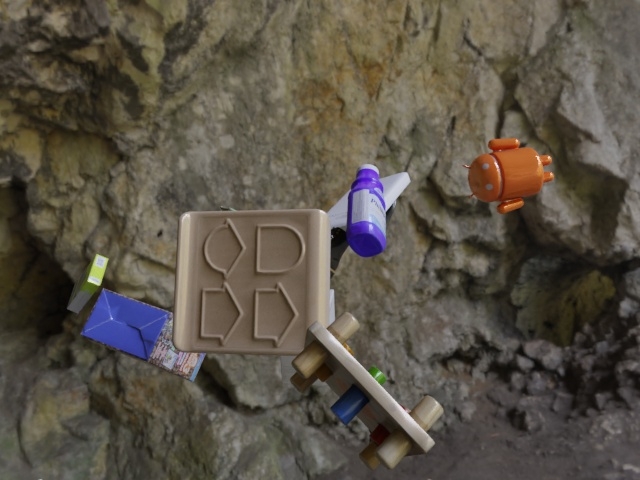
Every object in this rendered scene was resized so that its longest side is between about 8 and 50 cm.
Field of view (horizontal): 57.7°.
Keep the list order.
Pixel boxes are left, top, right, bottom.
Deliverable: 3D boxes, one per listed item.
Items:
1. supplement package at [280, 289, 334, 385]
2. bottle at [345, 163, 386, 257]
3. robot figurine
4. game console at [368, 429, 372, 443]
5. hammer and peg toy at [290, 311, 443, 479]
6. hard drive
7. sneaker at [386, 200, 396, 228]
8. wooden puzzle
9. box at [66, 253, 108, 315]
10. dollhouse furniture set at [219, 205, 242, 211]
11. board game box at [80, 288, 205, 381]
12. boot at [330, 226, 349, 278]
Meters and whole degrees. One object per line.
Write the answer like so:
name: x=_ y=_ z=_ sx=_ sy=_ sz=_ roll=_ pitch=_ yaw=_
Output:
supplement package: x=-0.042 y=0.336 z=2.040 sx=0.175 sy=0.293 sz=0.177 roll=1 pitch=20 yaw=9
bottle: x=0.127 y=-0.091 z=1.589 sx=0.092 sy=0.283 sz=0.118 roll=-19 pitch=-47 yaw=25
robot figurine: x=0.468 y=-0.162 z=1.459 sx=0.219 sy=0.128 sz=0.158 roll=-9 pitch=-47 yaw=-6
game console: x=0.194 y=0.537 z=1.583 sx=0.107 sy=0.071 sz=0.122 roll=-20 pitch=0 yaw=-40
hammer and peg toy: x=0.105 y=0.291 z=0.957 sx=0.127 sy=0.361 sz=0.266 roll=-41 pitch=-15 yaw=-17
hard drive: x=0.124 y=-0.104 z=1.873 sx=0.233 sy=0.047 sz=0.353 roll=-12 pitch=23 yaw=37
sneaker: x=0.186 y=-0.080 z=1.927 sx=0.089 sy=0.170 sz=0.051 roll=22 pitch=-9 yaw=-6
wooden puzzle: x=-0.150 y=0.094 z=1.315 sx=0.348 sy=0.322 sz=0.080 roll=0 pitch=-8 yaw=7
box: x=-0.689 y=0.133 z=1.709 sx=0.042 sy=0.109 sz=0.178 roll=28 pitch=-52 yaw=-27
dollhouse furniture set: x=-0.283 y=-0.074 z=2.002 sx=0.152 sy=0.058 sz=0.076 roll=12 pitch=-5 yaw=42
board game box: x=-0.487 y=0.276 z=1.659 sx=0.232 sy=0.141 sz=0.291 roll=16 pitch=-19 yaw=19
boot: x=0.000 y=0.000 z=1.539 sx=0.077 sy=0.137 sz=0.198 roll=26 pitch=-11 yaw=39
